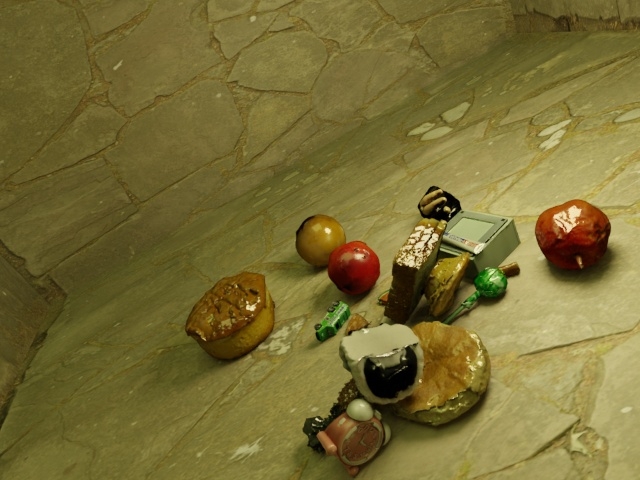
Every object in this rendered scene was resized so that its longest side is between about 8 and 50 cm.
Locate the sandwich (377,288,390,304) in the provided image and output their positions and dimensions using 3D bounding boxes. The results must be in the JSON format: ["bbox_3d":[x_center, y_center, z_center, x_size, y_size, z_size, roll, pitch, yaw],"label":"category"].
[{"bbox_3d":[0.256,0.206,1.696,0.101,0.026,0.069,-32,32,0],"label":"sandwich"}]

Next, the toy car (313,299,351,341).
[{"bbox_3d":[0.044,0.295,1.700,0.063,0.071,0.165,17,51,37],"label":"toy car"}]

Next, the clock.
[{"bbox_3d":[0.091,0.498,1.214,0.162,0.166,0.093,-41,28,-7],"label":"clock"}]

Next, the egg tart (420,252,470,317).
[{"bbox_3d":[0.394,0.133,1.489,0.106,0.241,0.241,29,55,19],"label":"egg tart"}]

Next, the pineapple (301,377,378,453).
[{"bbox_3d":[0.052,0.497,1.320,0.237,0.111,0.119,-40,-7,-12],"label":"pineapple"}]

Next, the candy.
[{"bbox_3d":[0.455,0.206,1.473,0.323,0.097,0.097,-41,28,-3],"label":"candy"}]

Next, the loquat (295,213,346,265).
[{"bbox_3d":[0.000,0.000,2.067,0.235,0.235,0.235,-23,28,13],"label":"loquat"}]

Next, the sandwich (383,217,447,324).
[{"bbox_3d":[0.314,0.090,1.548,0.099,0.301,0.271,21,49,20],"label":"sandwich"}]

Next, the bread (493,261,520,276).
[{"bbox_3d":[0.607,0.097,1.528,0.083,0.047,0.036,-21,59,20],"label":"bread"}]

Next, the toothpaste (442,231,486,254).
[{"bbox_3d":[0.462,0.000,1.595,0.052,0.033,0.218,-44,36,-15],"label":"toothpaste"}]

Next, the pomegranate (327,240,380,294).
[{"bbox_3d":[0.126,0.106,1.804,0.210,0.210,0.235,-36,-4,-12],"label":"pomegranate"}]

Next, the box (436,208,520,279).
[{"bbox_3d":[0.536,0.009,1.661,0.225,0.117,0.225,-40,29,-20],"label":"box"}]

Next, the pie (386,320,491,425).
[{"bbox_3d":[0.312,0.359,1.314,0.340,0.083,0.339,-26,27,15],"label":"pie"}]

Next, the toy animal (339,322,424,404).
[{"bbox_3d":[0.162,0.332,1.274,0.208,0.155,0.204,-10,21,-16],"label":"toy animal"}]

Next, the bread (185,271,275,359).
[{"bbox_3d":[-0.364,0.305,1.914,0.398,0.215,0.398,-22,29,13],"label":"bread"}]

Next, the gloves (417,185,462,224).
[{"bbox_3d":[0.491,-0.115,1.875,0.152,0.197,0.301,-64,-4,14],"label":"gloves"}]

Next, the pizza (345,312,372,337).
[{"bbox_3d":[0.123,0.309,1.650,0.099,0.029,0.100,-47,29,-15],"label":"pizza"}]

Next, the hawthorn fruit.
[{"bbox_3d":[0.754,0.008,1.393,0.208,0.207,0.243,-13,36,28],"label":"hawthorn fruit"}]
